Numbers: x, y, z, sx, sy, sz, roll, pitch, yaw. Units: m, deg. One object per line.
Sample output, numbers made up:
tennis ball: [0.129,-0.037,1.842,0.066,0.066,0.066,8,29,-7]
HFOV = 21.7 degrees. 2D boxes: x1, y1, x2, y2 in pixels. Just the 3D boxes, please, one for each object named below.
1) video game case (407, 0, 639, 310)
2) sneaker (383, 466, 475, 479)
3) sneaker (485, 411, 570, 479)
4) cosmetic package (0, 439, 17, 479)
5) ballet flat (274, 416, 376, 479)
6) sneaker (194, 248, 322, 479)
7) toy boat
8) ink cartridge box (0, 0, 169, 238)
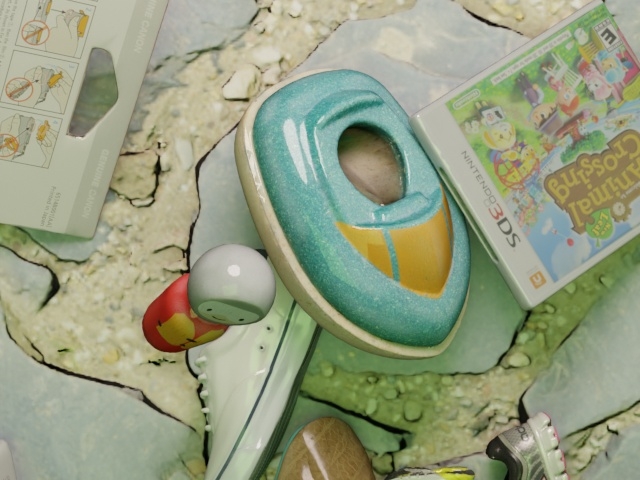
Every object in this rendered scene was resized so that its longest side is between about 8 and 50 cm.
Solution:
video game case: [0.209,-0.076,1.438,0.212,0.023,0.193,-33,95,-19]
sneaker: [0.099,0.225,1.510,0.083,0.031,0.035,-1,97,2]
sneaker: [0.192,0.243,1.495,0.075,0.063,0.170,-15,91,3]
cosmetic package: [-0.417,0.411,1.393,0.330,0.327,0.393,-11,96,8]
ballet flat: [0.008,0.333,1.472,0.116,0.124,0.342,7,97,-30]
sneaker: [-0.069,0.130,1.485,0.091,0.094,0.258,22,88,9]
toy boat: [0.000,0.000,1.365,0.318,0.148,0.267,-30,89,-37]
ink cartridge box: [-0.285,-0.153,1.417,0.261,0.066,0.296,9,121,-23]
